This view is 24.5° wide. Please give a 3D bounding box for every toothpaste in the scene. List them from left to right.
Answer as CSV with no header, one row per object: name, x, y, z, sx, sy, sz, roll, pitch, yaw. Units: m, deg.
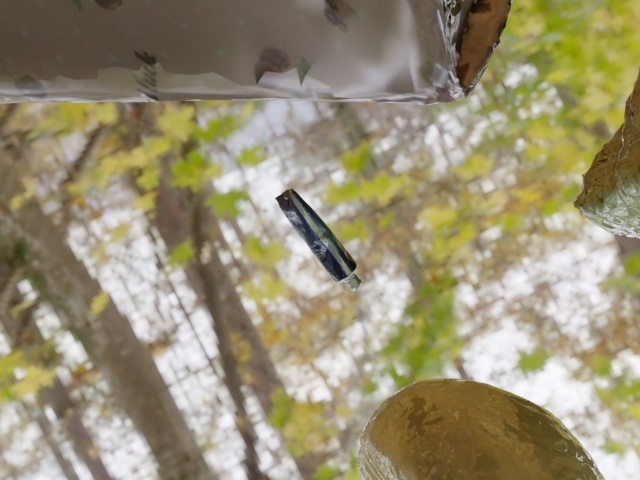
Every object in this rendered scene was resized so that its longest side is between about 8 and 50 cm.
toothpaste,0.000,0.000,0.972,0.019,0.083,0.027,-46,-164,-27

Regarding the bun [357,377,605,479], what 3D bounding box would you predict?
bun,0.117,0.173,0.900,0.127,0.222,0.222,-27,-174,-19

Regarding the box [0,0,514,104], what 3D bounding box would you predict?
box,-0.087,-0.167,0.445,0.297,0.190,0.225,1,-143,22

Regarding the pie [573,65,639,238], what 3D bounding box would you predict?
pie,0.341,-0.147,1.043,0.418,0.180,0.395,-52,-171,-29
